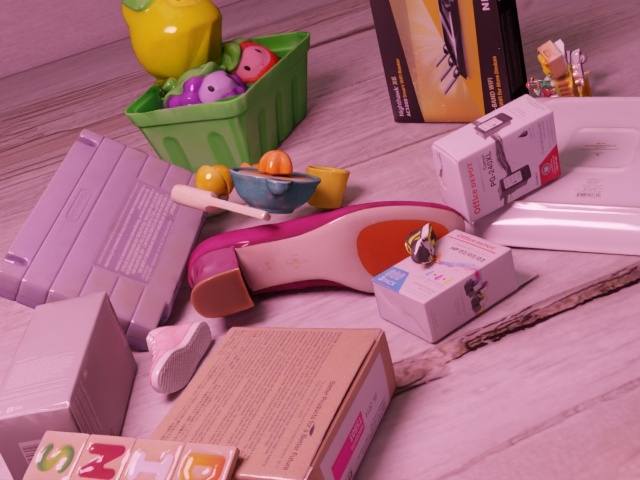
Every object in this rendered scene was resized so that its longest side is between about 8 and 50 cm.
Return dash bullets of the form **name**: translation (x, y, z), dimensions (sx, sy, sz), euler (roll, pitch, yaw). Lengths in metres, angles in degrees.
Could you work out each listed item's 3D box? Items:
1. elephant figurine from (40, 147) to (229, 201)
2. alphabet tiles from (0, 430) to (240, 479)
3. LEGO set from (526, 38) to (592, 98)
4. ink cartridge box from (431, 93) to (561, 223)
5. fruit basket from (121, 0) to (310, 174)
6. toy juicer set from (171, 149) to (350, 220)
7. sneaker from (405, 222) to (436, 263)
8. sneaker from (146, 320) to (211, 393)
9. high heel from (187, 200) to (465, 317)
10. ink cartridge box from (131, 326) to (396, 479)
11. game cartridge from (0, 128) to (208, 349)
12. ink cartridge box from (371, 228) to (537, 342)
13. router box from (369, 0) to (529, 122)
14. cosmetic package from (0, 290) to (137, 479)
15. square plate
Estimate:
- **elephant figurine**: translation (-0.310, -0.071, 1.590), dimensions (0.239, 0.186, 0.169), euler (-20, -18, -32)
- **alphabet tiles**: translation (-0.214, 0.301, 0.841), dimensions (0.342, 0.011, 0.285), euler (-1, 48, 26)
- **LEGO set**: translation (0.373, -0.249, 1.559), dimensions (0.107, 0.132, 0.287), euler (-9, 5, 25)
- **ink cartridge box**: translation (0.231, -0.106, 1.247), dimensions (0.150, 0.109, 0.063), euler (-28, 40, -11)
- **fruit basket**: translation (-0.207, -0.335, 1.773), dimensions (0.283, 0.392, 0.392), euler (-2, 29, 25)
- **toy juicer set**: translation (-0.102, -0.093, 1.395), dimensions (0.209, 0.089, 0.329), euler (11, 11, 20)
- **sneaker**: translation (0.121, 0.009, 1.177), dimensions (0.035, 0.031, 0.083), euler (-22, 16, 25)
- **sneaker**: translation (-0.193, 0.147, 1.187), dimensions (0.070, 0.051, 0.134), euler (-5, 25, 23)
- **high heel**: translation (0.000, 0.000, 1.296), dimensions (0.377, 0.127, 0.181), euler (-11, 20, -1)
- **ink cartridge box**: translation (-0.050, 0.189, 0.985), dimensions (0.193, 0.088, 0.234), euler (0, 31, 26)
- **game cartridge**: translation (-0.296, -0.010, 1.369), dimensions (0.230, 0.068, 0.355), euler (26, 37, -10)
- **ink cartridge box**: translation (0.167, 0.045, 1.179), dimensions (0.181, 0.061, 0.104), euler (-29, 29, -25)
- **router box**: translation (0.220, -0.360, 1.655), dimensions (0.243, 0.309, 0.081), euler (5, 32, 36)
- **cosmetic package**: translation (-0.291, 0.174, 1.101), dimensions (0.107, 0.127, 0.238), euler (-12, 29, 7)
- **square plate**: translation (0.392, -0.109, 1.314), dimensions (0.347, 0.049, 0.344), euler (4, 41, 30)
